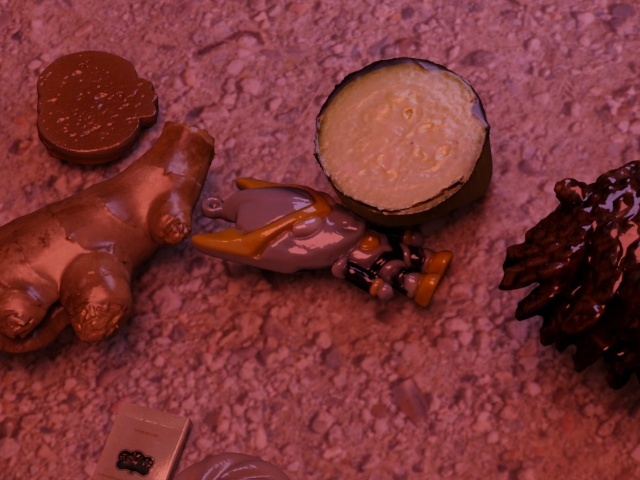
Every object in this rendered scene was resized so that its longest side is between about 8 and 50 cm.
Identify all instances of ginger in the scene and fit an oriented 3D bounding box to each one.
[{"bbox_3d":[-0.279,0.002,2.068,0.375,0.166,0.236,-40,23,7],"label":"ginger"}]

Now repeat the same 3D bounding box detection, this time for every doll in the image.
[{"bbox_3d":[-0.002,0.002,2.079,0.316,0.103,0.145,19,63,12],"label":"doll"}]

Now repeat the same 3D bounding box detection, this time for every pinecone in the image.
[{"bbox_3d":[0.371,0.040,1.919,0.296,0.242,0.298,43,75,16],"label":"pinecone"}]

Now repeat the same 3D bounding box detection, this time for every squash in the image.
[{"bbox_3d":[0.099,-0.104,2.082,0.220,0.133,0.220,-3,58,4],"label":"squash"}]

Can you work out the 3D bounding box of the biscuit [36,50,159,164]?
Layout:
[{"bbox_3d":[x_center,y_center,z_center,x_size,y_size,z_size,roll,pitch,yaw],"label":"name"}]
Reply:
[{"bbox_3d":[-0.290,-0.170,2.244,0.170,0.050,0.170,0,59,1],"label":"biscuit"}]

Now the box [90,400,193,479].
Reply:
[{"bbox_3d":[-0.220,0.276,2.014,0.090,0.024,0.167,13,66,15],"label":"box"}]

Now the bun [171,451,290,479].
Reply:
[{"bbox_3d":[-0.106,0.314,1.923,0.173,0.120,0.173,-4,60,7],"label":"bun"}]
